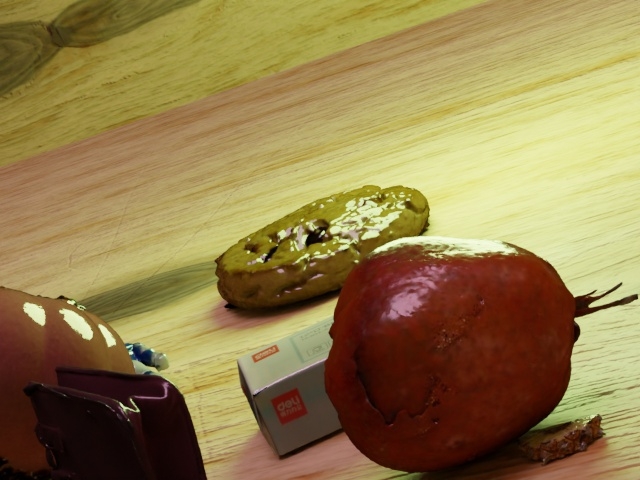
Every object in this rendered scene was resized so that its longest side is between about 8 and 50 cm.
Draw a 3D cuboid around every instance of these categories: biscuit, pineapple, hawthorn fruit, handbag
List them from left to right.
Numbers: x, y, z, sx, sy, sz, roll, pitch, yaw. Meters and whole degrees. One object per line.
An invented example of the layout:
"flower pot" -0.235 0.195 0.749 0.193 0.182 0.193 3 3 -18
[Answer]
"handbag" -0.177 0.219 1.806 0.074 0.203 0.216 -24 14 -32
"biscuit" -0.001 -0.001 2.508 0.296 0.075 0.296 -21 16 6
"hawthorn fruit" 0.146 0.089 1.783 0.299 0.211 0.211 -13 16 -2
"pineapple" 0.208 0.176 1.731 0.083 0.019 0.045 -19 10 18

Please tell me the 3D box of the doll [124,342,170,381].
"doll" -0.236 0.161 2.352 0.114 0.057 0.227 -32 26 -7

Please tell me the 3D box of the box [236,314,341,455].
"box" 0.050 0.120 2.026 0.269 0.079 0.135 -24 15 -3

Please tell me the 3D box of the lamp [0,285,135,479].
"lamp" -0.350 0.175 2.123 0.305 0.240 0.305 8 -16 2
